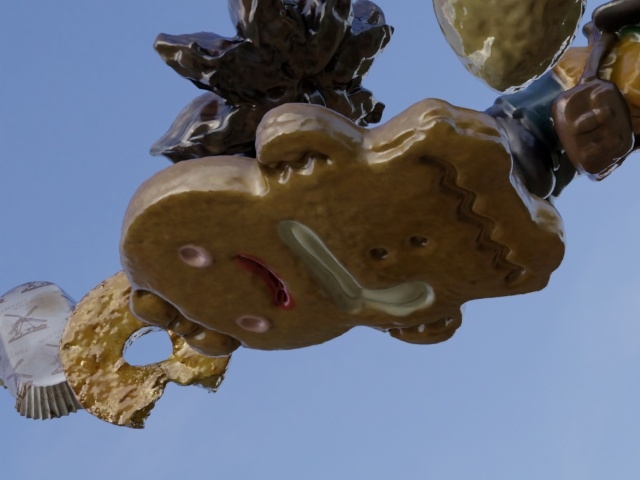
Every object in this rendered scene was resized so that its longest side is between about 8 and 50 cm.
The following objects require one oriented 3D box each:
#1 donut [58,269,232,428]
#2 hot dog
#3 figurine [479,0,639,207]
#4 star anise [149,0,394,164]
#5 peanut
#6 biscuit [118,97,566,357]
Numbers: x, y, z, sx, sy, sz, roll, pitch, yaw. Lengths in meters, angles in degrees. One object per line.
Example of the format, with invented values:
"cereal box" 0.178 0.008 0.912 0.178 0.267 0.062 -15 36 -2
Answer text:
"donut" -0.105 0.066 1.181 0.108 0.097 0.043 -22 -23 -3
"hot dog" -0.226 0.090 1.587 0.099 0.192 0.053 -20 -62 -15
"figurine" 0.268 -0.147 1.508 0.332 0.204 0.185 -17 -23 -1
"star anise" -0.026 -0.127 1.625 0.223 0.109 0.236 -18 -53 -38
"peanut" 0.104 -0.187 1.049 0.090 0.214 0.098 5 -3 -2
"biscuit" -0.001 0.002 1.000 0.249 0.035 0.184 -12 -43 25
